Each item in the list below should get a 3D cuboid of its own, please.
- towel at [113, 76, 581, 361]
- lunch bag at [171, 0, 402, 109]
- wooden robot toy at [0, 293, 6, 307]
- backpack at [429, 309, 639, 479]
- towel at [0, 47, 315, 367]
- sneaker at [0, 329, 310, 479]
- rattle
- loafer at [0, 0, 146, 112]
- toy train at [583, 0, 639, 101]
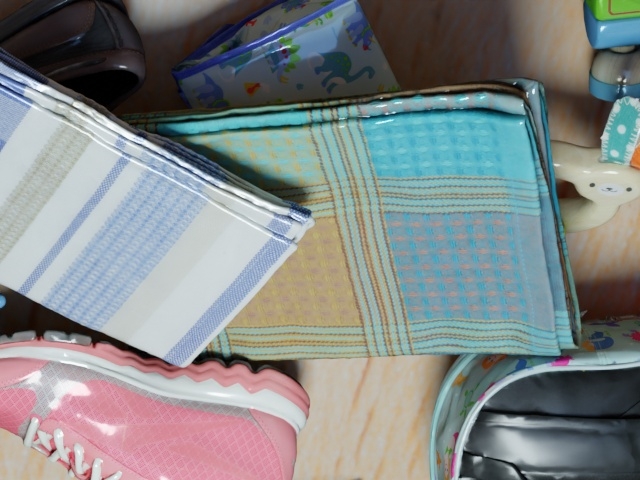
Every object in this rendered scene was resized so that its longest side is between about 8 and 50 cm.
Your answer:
[{"bbox_3d":[0.000,0.000,1.443,0.370,0.040,0.271,-4,134,14],"label":"towel"},{"bbox_3d":[-0.023,-0.113,1.479,0.151,0.096,0.129,-30,112,-5],"label":"lunch bag"},{"bbox_3d":[-0.286,0.052,1.540,0.173,0.076,0.079,-23,147,2],"label":"wooden robot toy"},{"bbox_3d":[0.215,0.173,1.566,0.253,0.191,0.225,-5,109,-13],"label":"backpack"},{"bbox_3d":[-0.171,-0.019,1.406,0.285,0.034,0.209,27,134,-16],"label":"towel"},{"bbox_3d":[-0.163,0.158,1.524,0.314,0.116,0.136,8,67,-10],"label":"sneaker"},{"bbox_3d":[0.194,-0.015,1.479,0.199,0.143,0.130,-12,132,41],"label":"rattle"},{"bbox_3d":[-0.262,-0.077,1.447,0.302,0.095,0.109,-37,143,6],"label":"loafer"},{"bbox_3d":[0.324,-0.189,1.495,0.248,0.105,0.143,-7,122,-5],"label":"toy train"}]
